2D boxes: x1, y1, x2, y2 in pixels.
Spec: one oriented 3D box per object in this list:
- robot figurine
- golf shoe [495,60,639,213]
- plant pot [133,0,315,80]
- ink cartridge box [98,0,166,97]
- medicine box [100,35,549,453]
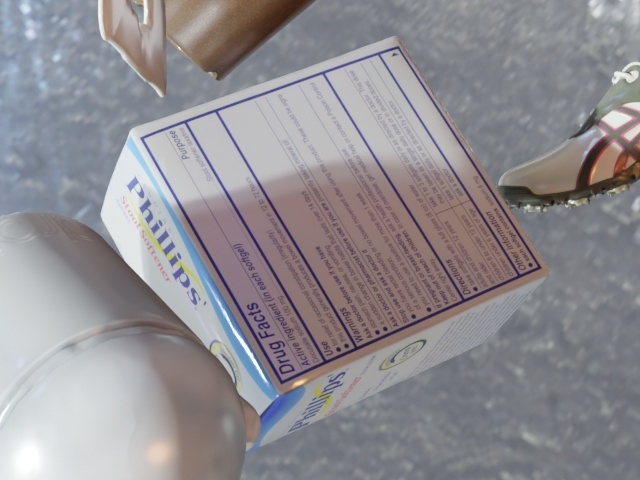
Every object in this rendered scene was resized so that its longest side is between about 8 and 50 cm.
[{"bbox_3d":[-0.187,0.113,1.317,0.353,0.300,0.199,41,119,43],"label":"robot figurine"},{"bbox_3d":[0.288,-0.105,1.731,0.273,0.105,0.120,-19,91,4],"label":"golf shoe"},{"bbox_3d":[-0.077,-0.242,1.623,0.167,0.167,0.165,45,96,-3],"label":"plant pot"},{"bbox_3d":[-0.154,-0.254,0.909,0.119,0.207,0.353,-4,85,3],"label":"ink cartridge box"},{"bbox_3d":[0.000,0.000,1.582,0.263,0.289,0.149,59,153,17],"label":"medicine box"}]
